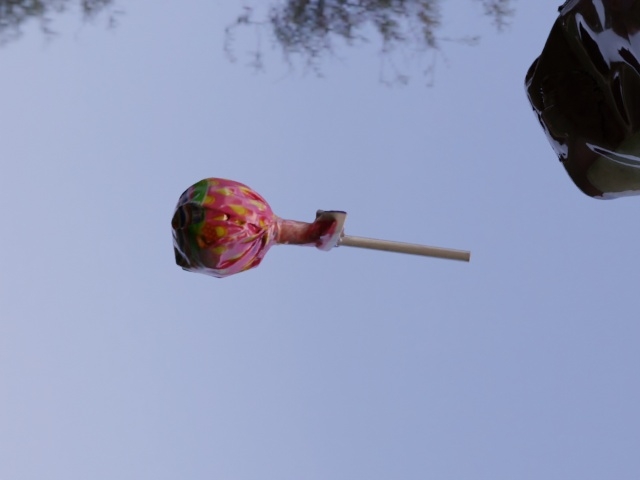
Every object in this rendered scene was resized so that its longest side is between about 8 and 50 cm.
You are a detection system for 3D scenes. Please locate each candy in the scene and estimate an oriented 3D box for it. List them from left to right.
[{"bbox_3d":[0.000,0.000,1.431,0.365,0.124,0.124,8,-80,2],"label":"candy"}]

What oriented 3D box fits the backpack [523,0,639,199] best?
[{"bbox_3d":[0.342,-0.175,0.883,0.197,0.317,0.283,67,-23,11],"label":"backpack"}]
